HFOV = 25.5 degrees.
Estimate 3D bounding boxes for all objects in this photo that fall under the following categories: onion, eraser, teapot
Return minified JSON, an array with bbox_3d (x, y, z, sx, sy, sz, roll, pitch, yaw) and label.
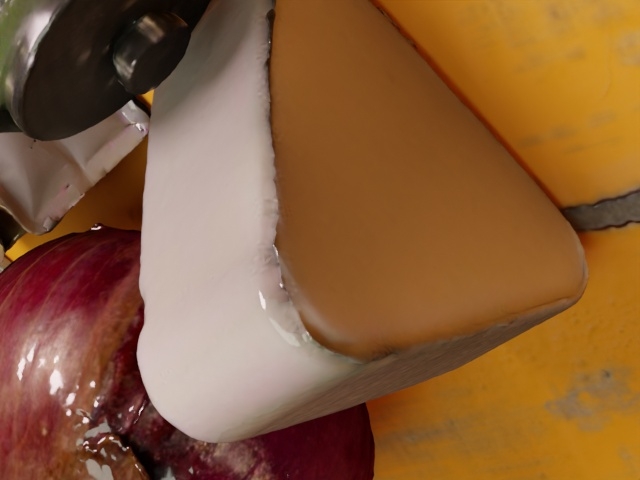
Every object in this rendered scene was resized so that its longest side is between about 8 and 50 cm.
[{"bbox_3d":[-0.151,0.187,1.080,0.347,0.385,0.348,29,163,10],"label":"onion"},{"bbox_3d":[0.000,0.000,0.937,0.331,0.331,0.150,47,128,-10],"label":"eraser"},{"bbox_3d":[-0.202,-0.240,0.916,0.337,0.270,0.200,42,168,11],"label":"teapot"}]

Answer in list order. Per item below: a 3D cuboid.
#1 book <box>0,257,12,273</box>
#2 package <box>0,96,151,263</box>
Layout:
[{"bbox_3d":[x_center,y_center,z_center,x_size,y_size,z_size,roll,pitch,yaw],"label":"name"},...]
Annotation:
[{"bbox_3d":[-0.394,0.072,1.341,0.208,0.020,0.295,41,128,-5],"label":"book"},{"bbox_3d":[-0.324,-0.117,1.093,0.221,0.165,0.311,-32,104,36],"label":"package"}]
